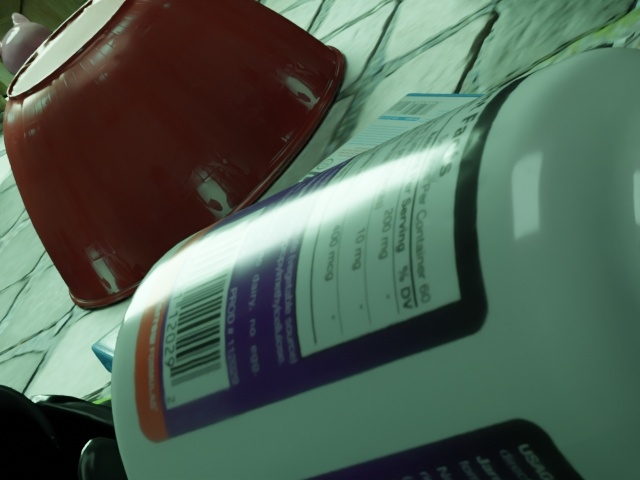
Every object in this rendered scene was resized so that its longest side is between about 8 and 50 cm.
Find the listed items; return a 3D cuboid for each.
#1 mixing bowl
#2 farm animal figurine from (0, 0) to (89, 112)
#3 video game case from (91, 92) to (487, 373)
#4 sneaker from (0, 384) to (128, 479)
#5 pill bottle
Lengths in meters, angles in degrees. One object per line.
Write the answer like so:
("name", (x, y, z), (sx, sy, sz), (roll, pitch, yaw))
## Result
("mixing bowl", (-0.087, -0.066, 0.858), (0.181, 0.098, 0.181), (-36, 21, 17))
("farm animal figurine", (-0.211, -0.178, 1.210), (0.330, 0.172, 0.327), (-37, 20, 17))
("video game case", (0.000, 0.000, 0.641), (0.166, 0.015, 0.119), (-39, 18, -15))
("sneaker", (-0.076, 0.072, 0.552), (0.084, 0.097, 0.235), (-48, 20, -14))
("pill bottle", (0.049, 0.020, 0.404), (0.193, 0.108, 0.108), (-23, 28, 43))
